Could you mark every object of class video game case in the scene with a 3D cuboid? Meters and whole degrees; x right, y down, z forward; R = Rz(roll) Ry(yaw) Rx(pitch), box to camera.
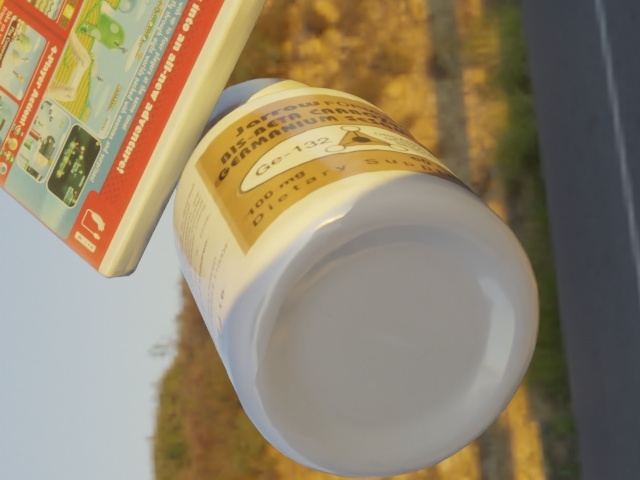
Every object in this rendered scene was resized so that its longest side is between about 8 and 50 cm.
[{"bbox_3d":[-0.159,-0.143,0.695,0.025,0.285,0.204,-7,-50,-58],"label":"video game case"}]

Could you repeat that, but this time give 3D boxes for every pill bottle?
[{"bbox_3d":[0.000,0.000,0.627,0.229,0.131,0.131,-126,29,-64],"label":"pill bottle"}]
